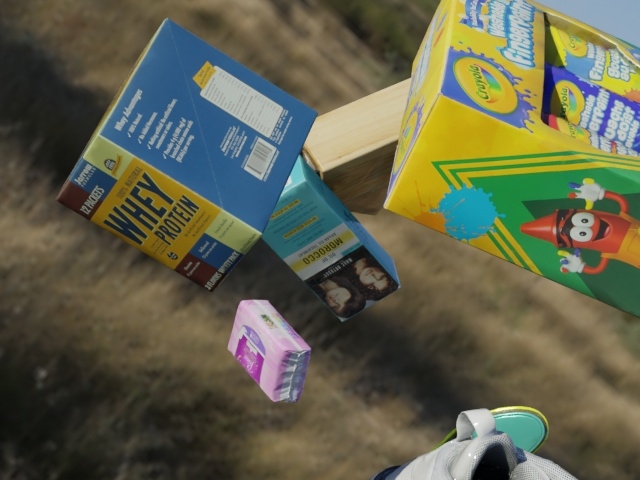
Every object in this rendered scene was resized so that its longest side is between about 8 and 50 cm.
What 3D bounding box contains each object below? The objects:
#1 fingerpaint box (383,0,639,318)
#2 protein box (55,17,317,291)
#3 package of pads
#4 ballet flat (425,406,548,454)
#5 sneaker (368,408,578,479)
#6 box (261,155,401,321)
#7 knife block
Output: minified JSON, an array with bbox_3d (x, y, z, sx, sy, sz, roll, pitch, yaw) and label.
[{"bbox_3d":[0.288,-0.123,1.999,0.371,0.163,0.445,23,27,-3],"label":"fingerpaint box"},{"bbox_3d":[-0.144,-0.094,1.855,0.201,0.136,0.200,31,50,-10],"label":"protein box"},{"bbox_3d":[-0.040,0.087,1.342,0.032,0.050,0.083,1,26,-32],"label":"package of pads"},{"bbox_3d":[0.184,0.269,2.140,0.077,0.231,0.077,59,14,0],"label":"ballet flat"},{"bbox_3d":[0.149,0.317,1.360,0.137,0.210,0.366,-8,62,-29],"label":"sneaker"},{"bbox_3d":[0.000,0.000,2.235,0.244,0.100,0.060,47,18,-38],"label":"box"},{"bbox_3d":[0.021,-0.121,2.284,0.242,0.276,0.088,9,41,-50],"label":"knife block"}]
